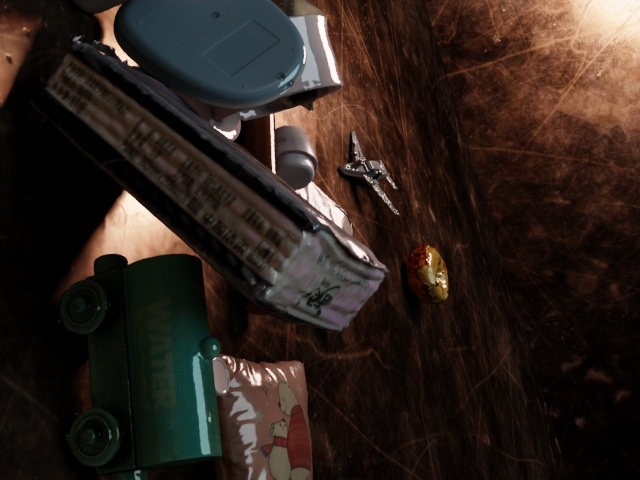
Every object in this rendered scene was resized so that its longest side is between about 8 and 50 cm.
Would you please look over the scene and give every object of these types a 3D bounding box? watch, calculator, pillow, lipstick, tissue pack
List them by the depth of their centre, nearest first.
[{"bbox_3d":[-0.113,-0.053,0.931,0.361,0.122,0.259,38,4,24],"label":"tissue pack"},{"bbox_3d":[-0.152,-0.271,1.093,0.188,0.302,0.042,-43,159,-23],"label":"calculator"},{"bbox_3d":[-0.073,0.261,1.126,0.236,0.084,0.223,21,58,-62],"label":"pillow"},{"bbox_3d":[-0.085,-0.263,1.254,0.244,0.231,0.196,-26,99,-65],"label":"watch"},{"bbox_3d":[-0.092,-0.057,1.335,0.057,0.057,0.357,44,37,-53],"label":"lipstick"}]

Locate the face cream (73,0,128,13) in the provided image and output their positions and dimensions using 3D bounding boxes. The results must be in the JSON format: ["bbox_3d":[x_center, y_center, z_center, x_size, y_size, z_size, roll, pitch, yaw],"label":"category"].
[{"bbox_3d":[-0.189,-0.359,1.024,0.101,0.251,0.101,-15,90,-69],"label":"face cream"}]

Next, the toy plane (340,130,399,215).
[{"bbox_3d":[0.105,-0.153,1.894,0.226,0.058,0.226,63,18,15],"label":"toy plane"}]

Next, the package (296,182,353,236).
[{"bbox_3d":[0.000,0.000,1.525,0.251,0.062,0.204,55,27,-33],"label":"package"}]

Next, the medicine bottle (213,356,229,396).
[{"bbox_3d":[-0.153,0.163,0.984,0.052,0.089,0.052,-15,90,-69],"label":"medicine bottle"}]

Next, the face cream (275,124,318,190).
[{"bbox_3d":[-0.052,-0.139,1.446,0.091,0.091,0.095,48,25,-50],"label":"face cream"}]

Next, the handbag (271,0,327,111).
[{"bbox_3d":[-0.054,-0.367,1.563,0.182,0.117,0.270,38,40,-36],"label":"handbag"}]

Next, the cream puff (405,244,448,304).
[{"bbox_3d":[0.251,0.087,2.062,0.149,0.084,0.149,42,39,-48],"label":"cream puff"}]

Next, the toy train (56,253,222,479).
[{"bbox_3d":[-0.174,0.125,0.871,0.101,0.159,0.248,35,42,-66],"label":"toy train"}]

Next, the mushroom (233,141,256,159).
[{"bbox_3d":[-0.119,-0.078,1.267,0.072,0.088,0.130,4,89,-40],"label":"mushroom"}]
